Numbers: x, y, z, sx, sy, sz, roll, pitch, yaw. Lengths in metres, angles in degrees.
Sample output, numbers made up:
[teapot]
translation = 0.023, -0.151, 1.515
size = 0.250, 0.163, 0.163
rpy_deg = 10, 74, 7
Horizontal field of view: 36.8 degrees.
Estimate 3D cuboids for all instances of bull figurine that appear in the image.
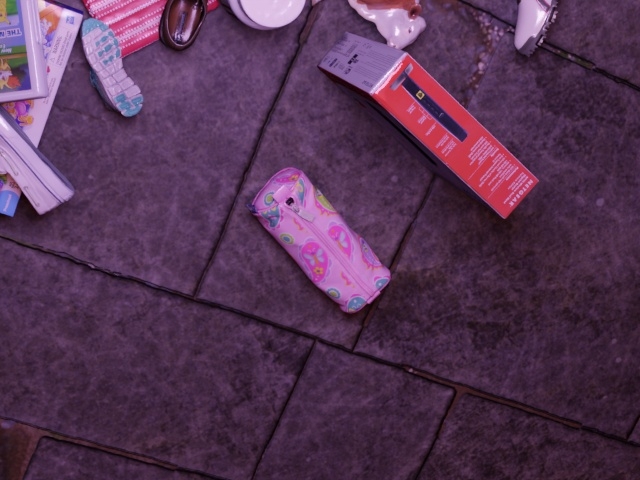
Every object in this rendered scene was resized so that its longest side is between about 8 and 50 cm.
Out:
[bull figurine]
translation = 0.082, -0.464, 1.586
size = 0.188, 0.101, 0.310
rpy_deg = -2, 102, -7

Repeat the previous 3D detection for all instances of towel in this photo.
[towel]
translation = -0.308, -0.455, 1.536
size = 0.199, 0.031, 0.275
rpy_deg = -29, 113, -5

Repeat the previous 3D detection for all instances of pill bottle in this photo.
[pill bottle]
translation = -0.092, -0.393, 1.504
size = 0.121, 0.221, 0.121
rpy_deg = -4, 108, -13

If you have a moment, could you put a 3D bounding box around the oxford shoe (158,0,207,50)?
[oxford shoe]
translation = -0.199, -0.410, 1.516
size = 0.083, 0.096, 0.227
rpy_deg = 5, 104, -17

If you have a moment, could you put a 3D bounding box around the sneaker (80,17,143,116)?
[sneaker]
translation = -0.353, -0.276, 1.558
size = 0.065, 0.076, 0.166
rpy_deg = -35, 117, -34

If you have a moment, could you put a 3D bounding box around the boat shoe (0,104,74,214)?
[boat shoe]
translation = -0.479, -0.131, 1.483
size = 0.076, 0.083, 0.226
rpy_deg = -38, 113, -1

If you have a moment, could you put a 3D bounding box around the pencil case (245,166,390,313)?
[pencil case]
translation = 0.000, 0.000, 1.708
size = 0.124, 0.124, 0.284
rpy_deg = -40, 113, 1

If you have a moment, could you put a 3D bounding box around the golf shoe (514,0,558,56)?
[golf shoe]
translation = 0.365, -0.460, 1.672
size = 0.120, 0.105, 0.272
rpy_deg = 13, 98, -1

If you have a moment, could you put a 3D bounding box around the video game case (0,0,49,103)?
[video game case]
translation = -0.567, -0.339, 1.404
size = 0.329, 0.036, 0.299
rpy_deg = -5, 94, 13

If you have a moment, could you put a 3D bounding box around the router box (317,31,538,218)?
[router box]
translation = 0.164, -0.197, 1.567
size = 0.301, 0.335, 0.082
rpy_deg = 40, 94, -21

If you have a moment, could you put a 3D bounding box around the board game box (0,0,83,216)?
[board game box]
translation = -0.544, -0.239, 1.521
size = 0.233, 0.078, 0.347
rpy_deg = 19, 102, -18
